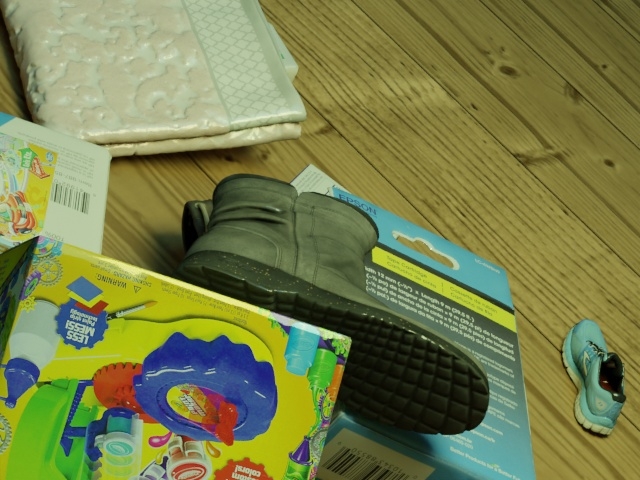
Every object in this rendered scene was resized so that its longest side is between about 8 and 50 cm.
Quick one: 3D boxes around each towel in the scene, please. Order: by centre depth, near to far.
[{"bbox_3d":[-0.206,-0.233,2.193,0.317,0.053,0.331,-6,50,-20],"label":"towel"}]

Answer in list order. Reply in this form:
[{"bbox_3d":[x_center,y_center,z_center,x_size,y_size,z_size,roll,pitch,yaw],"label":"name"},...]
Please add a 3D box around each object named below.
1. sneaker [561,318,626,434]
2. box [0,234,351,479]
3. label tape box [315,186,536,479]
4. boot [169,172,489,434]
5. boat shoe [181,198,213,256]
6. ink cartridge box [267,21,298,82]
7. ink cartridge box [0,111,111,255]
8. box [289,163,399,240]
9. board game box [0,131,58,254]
[{"bbox_3d":[0.335,0.151,2.200,0.063,0.073,0.162,16,39,-21],"label":"sneaker"},{"bbox_3d":[-0.165,0.177,1.605,0.290,0.177,0.279,18,78,-19],"label":"box"},{"bbox_3d":[0.089,0.131,1.981,0.249,0.115,0.347,26,35,-23],"label":"label tape box"},{"bbox_3d":[0.030,0.045,1.838,0.338,0.118,0.222,27,34,0],"label":"boot"},{"bbox_3d":[-0.102,0.088,1.926,0.130,0.132,0.355,6,40,-7],"label":"boat shoe"},{"bbox_3d":[-0.153,-0.279,2.349,0.181,0.056,0.224,-2,51,-39],"label":"ink cartridge box"},{"bbox_3d":[-0.337,0.015,1.808,0.223,0.129,0.307,20,38,-18],"label":"ink cartridge box"},{"bbox_3d":[0.000,0.000,2.125,0.137,0.072,0.126,37,37,5],"label":"box"},{"bbox_3d":[-0.310,-0.044,1.761,0.103,0.026,0.154,20,38,-16],"label":"board game box"}]
